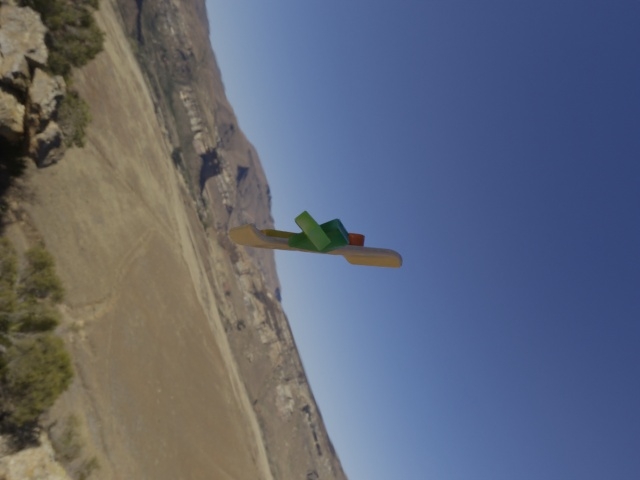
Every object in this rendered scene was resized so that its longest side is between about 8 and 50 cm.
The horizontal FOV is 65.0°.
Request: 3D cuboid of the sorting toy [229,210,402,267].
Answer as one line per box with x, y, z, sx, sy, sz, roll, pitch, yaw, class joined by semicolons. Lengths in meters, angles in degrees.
0.000;0.000;0.197;0.083;0.062;0.012;176;-76;-72;sorting toy
